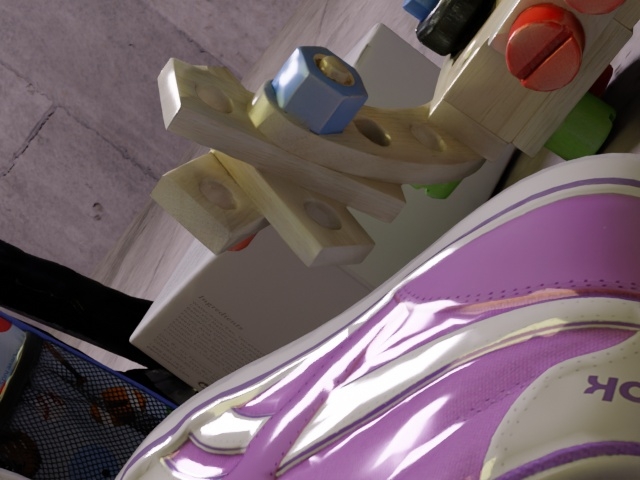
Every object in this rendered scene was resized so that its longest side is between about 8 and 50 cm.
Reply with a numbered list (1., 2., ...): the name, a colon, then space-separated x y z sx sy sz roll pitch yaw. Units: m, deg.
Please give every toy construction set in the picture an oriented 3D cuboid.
1. toy construction set: 0.090 -0.099 0.658 0.327 0.151 0.215 -37 15 25

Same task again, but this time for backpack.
1. backpack: -0.222 0.120 0.996 0.276 0.263 0.213 -39 17 55

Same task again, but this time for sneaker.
1. sneaker: -0.005 0.103 0.471 0.282 0.102 0.161 -47 13 34

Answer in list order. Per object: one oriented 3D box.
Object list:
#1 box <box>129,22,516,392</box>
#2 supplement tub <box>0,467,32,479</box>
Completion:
1. box: 0.000 0.000 0.868 0.170 0.091 0.130 -41 14 55
2. supplement tub: -0.192 0.215 0.699 0.316 0.193 0.193 -40 16 54
